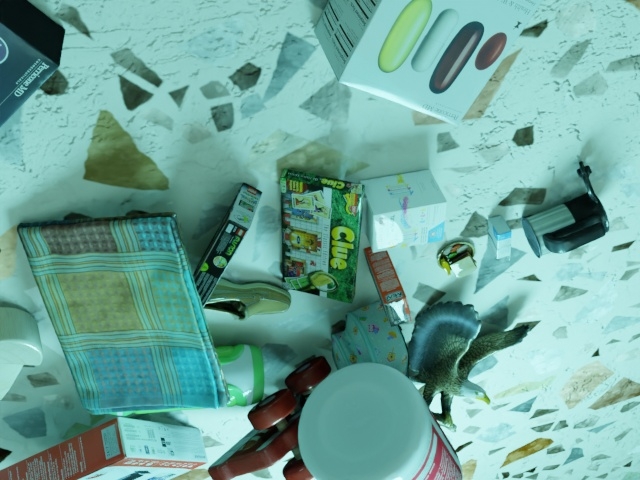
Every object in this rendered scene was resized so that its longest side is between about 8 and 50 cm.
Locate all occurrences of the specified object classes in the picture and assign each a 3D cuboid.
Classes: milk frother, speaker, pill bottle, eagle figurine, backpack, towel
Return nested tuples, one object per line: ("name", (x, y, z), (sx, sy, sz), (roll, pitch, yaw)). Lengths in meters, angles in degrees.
("milk frother", (0.441, -0.055, 1.195), (0.134, 0.129, 0.143), (-22, 92, 5))
("speaker", (-0.263, 0.268, 1.266), (0.296, 0.131, 0.131), (0, 133, -16))
("pill bottle", (0.135, 0.417, 1.221), (0.229, 0.229, 0.408), (-24, 135, 8))
("eagle figurine", (0.296, 0.271, 1.422), (0.299, 0.225, 0.226), (-69, 164, 7))
("backpack", (0.100, 0.222, 1.297), (0.144, 0.166, 0.188), (-12, 135, -16))
("towel", (-0.314, 0.132, 1.061), (0.271, 0.040, 0.370), (-4, 118, 10))

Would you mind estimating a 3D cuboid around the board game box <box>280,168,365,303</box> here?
("board game box", (0.000, 0.000, 1.114), (0.136, 0.030, 0.260), (10, 134, 9))

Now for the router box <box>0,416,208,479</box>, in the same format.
("router box", (-0.447, 0.477, 1.371), (0.301, 0.082, 0.335), (-26, 155, 9))

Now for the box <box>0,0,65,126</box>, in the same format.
("box", (-0.463, -0.203, 0.775), (0.261, 0.103, 0.184), (-37, 134, 19))

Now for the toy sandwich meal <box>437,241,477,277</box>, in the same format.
("toy sandwich meal", (0.266, 0.038, 1.265), (0.085, 0.029, 0.086), (-8, 135, -8))

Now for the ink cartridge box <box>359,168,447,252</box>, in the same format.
("ink cartridge box", (0.127, -0.048, 1.100), (0.143, 0.090, 0.092), (-11, 135, -7))

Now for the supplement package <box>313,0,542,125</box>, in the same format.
("supplement package", (0.131, -0.290, 0.826), (0.194, 0.149, 0.203), (13, 127, -26))

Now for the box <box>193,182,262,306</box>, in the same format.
("box", (-0.162, 0.016, 1.059), (0.036, 0.114, 0.207), (27, 124, -11))

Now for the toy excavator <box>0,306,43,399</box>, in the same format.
("toy excavator", (-0.717, 0.314, 1.156), (0.444, 0.222, 0.433), (-11, 136, -25))

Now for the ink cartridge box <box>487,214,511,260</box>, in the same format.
("ink cartridge box", (0.337, -0.001, 1.235), (0.028, 0.048, 0.083), (-15, 135, -1))

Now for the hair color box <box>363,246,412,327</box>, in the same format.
("hair color box", (0.121, 0.078, 1.183), (0.043, 0.141, 0.072), (-18, 136, 2))

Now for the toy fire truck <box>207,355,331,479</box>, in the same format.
("toy fire truck", (-0.074, 0.389, 1.379), (0.253, 0.302, 0.169), (-30, 92, 41))

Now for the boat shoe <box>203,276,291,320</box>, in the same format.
("boat shoe", (-0.139, 0.118, 1.194), (0.189, 0.072, 0.068), (8, 130, -23))
